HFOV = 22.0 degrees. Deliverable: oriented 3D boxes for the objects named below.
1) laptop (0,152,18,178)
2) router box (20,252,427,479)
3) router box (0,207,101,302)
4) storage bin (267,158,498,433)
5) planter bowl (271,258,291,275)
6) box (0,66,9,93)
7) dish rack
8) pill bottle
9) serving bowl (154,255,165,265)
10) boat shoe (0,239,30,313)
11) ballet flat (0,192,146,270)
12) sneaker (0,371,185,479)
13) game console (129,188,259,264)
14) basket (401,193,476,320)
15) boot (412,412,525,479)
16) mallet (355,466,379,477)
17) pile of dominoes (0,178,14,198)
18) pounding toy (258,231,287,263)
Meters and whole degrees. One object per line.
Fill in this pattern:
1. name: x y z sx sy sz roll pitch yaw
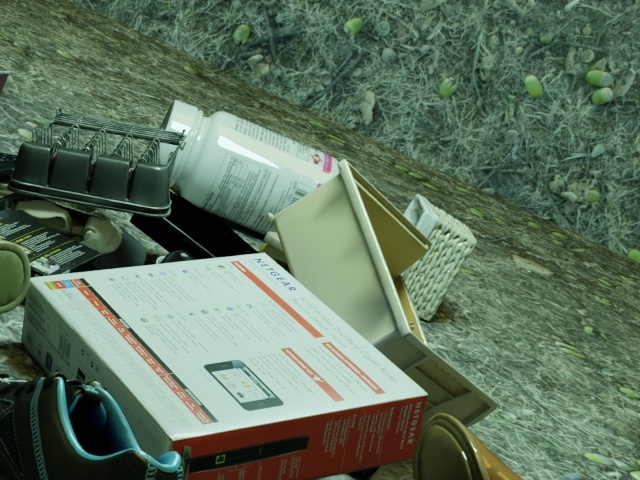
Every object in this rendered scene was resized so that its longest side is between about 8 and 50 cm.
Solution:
1. laptop: -0.497 -0.169 2.202 0.264 0.137 0.234 10 10 21
2. router box: -0.106 0.133 1.715 0.301 0.082 0.335 -6 29 -33
3. router box: -0.353 0.019 1.963 0.133 0.046 0.179 26 13 6
4. storage bin: 0.079 0.086 1.993 0.260 0.123 0.262 40 24 -49
5. planter bowl: -0.058 0.087 2.005 0.217 0.090 0.217 37 21 -17
6. box: -0.514 -0.148 1.981 0.168 0.203 0.167 29 13 13
7. dish rack: -0.283 -0.110 2.175 0.208 0.074 0.271 11 15 -1
8. pill bottle: -0.127 -0.109 2.613 0.283 0.160 0.160 23 13 -11
9. serving bowl: -0.186 0.059 2.133 0.083 0.027 0.083 35 19 -14
10. boat shoe: -0.443 0.034 1.652 0.103 0.113 0.302 9 1 43
11. ballet flat: -0.316 -0.013 2.092 0.203 0.074 0.074 20 14 -8
12. sneaker: -0.220 0.155 1.317 0.125 0.140 0.341 6 21 -49
13. game console: -0.167 0.041 2.101 0.213 0.044 0.361 38 19 -3
14. basket: 0.160 0.030 2.592 0.103 0.167 0.113 27 13 -13
15. boot: 0.243 0.302 1.803 0.220 0.109 0.283 13 20 -38
16. mallet: -0.010 0.234 1.789 0.189 0.039 0.062 3 25 -48
17. pile of dominoes: -0.399 -0.072 2.248 0.196 0.040 0.251 9 9 9
18. pounding toy: 0.000 0.000 2.431 0.154 0.155 0.269 36 17 23
